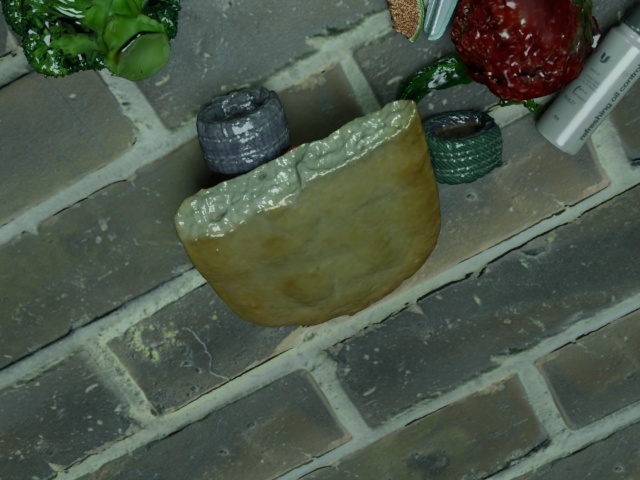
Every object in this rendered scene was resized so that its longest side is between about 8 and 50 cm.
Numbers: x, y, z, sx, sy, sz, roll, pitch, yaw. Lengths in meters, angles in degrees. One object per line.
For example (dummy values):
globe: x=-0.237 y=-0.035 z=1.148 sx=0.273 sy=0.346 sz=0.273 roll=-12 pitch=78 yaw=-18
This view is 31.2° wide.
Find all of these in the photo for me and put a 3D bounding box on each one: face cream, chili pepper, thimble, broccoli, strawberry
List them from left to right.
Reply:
broccoli: x=-0.309 y=-0.344 z=1.694 sx=0.298 sy=0.297 sz=0.297 roll=-28 pitch=145 yaw=-22
thimble: x=-0.126 y=-0.180 z=1.876 sx=0.150 sy=0.150 sz=0.097 roll=-16 pitch=119 yaw=2
chili pepper: x=0.187 y=-0.257 z=1.929 sx=0.182 sy=0.050 sz=0.073 roll=-34 pitch=124 yaw=13
thimble: x=0.236 y=-0.159 z=1.950 sx=0.135 sy=0.118 sz=0.090 roll=-18 pitch=125 yaw=-15
strawberry: x=0.315 y=-0.345 z=1.810 sx=0.221 sy=0.274 sz=0.274 roll=3 pitch=124 yaw=29
chili pepper: x=0.351 y=-0.236 z=1.979 sx=0.083 sy=0.022 sz=0.027 roll=12 pitch=83 yaw=-12
face cream: x=0.491 y=-0.289 z=1.928 sx=0.092 sy=0.092 sz=0.311 roll=29 pitch=110 yaw=-21

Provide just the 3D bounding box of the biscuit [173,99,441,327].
biscuit: x=0.001 y=0.001 z=1.936 sx=0.429 sy=0.104 sz=0.446 roll=-22 pitch=140 yaw=-3

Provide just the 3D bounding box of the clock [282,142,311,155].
clock: x=-0.016 y=-0.074 z=2.000 sx=0.205 sy=0.051 sz=0.205 roll=-4 pitch=118 yaw=-7

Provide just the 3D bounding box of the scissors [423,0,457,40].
scissors: x=0.216 y=-0.444 z=1.841 sx=0.125 sy=0.030 sz=0.256 roll=9 pitch=115 yaw=-16

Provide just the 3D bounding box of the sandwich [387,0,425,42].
sandwich: x=0.133 y=-0.387 z=1.862 sx=0.067 sy=0.029 sz=0.135 roll=-24 pitch=120 yaw=12
